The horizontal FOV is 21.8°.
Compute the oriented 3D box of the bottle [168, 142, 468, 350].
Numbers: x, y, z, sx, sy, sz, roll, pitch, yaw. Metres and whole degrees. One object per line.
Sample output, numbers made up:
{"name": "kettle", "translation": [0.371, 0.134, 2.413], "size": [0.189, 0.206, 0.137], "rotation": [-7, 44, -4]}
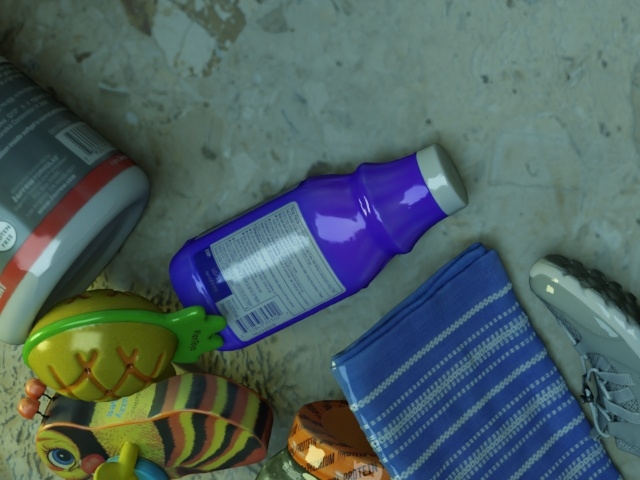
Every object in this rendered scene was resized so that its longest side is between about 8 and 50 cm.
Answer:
{"name": "bottle", "translation": [0.000, 0.000, 1.563], "size": [0.283, 0.092, 0.118], "rotation": [-28, 99, 15]}

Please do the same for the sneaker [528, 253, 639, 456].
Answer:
{"name": "sneaker", "translation": [0.278, 0.135, 1.522], "size": [0.115, 0.105, 0.281], "rotation": [-41, 91, 16]}

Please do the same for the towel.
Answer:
{"name": "towel", "translation": [0.164, 0.190, 1.498], "size": [0.040, 0.243, 0.336], "rotation": [-27, 96, 47]}

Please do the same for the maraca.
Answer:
{"name": "maraca", "translation": [-0.178, 0.093, 1.518], "size": [0.186, 0.127, 0.099], "rotation": [-6, 65, -11]}

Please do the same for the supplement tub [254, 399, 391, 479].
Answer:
{"name": "supplement tub", "translation": [0.015, 0.335, 1.564], "size": [0.207, 0.207, 0.338], "rotation": [17, 104, 9]}

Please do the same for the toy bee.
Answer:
{"name": "toy bee", "translation": [-0.205, 0.192, 1.585], "size": [0.298, 0.195, 0.162], "rotation": [-34, 120, 6]}

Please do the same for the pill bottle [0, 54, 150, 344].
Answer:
{"name": "pill bottle", "translation": [-0.358, -0.087, 1.564], "size": [0.363, 0.210, 0.210], "rotation": [39, 106, 3]}
